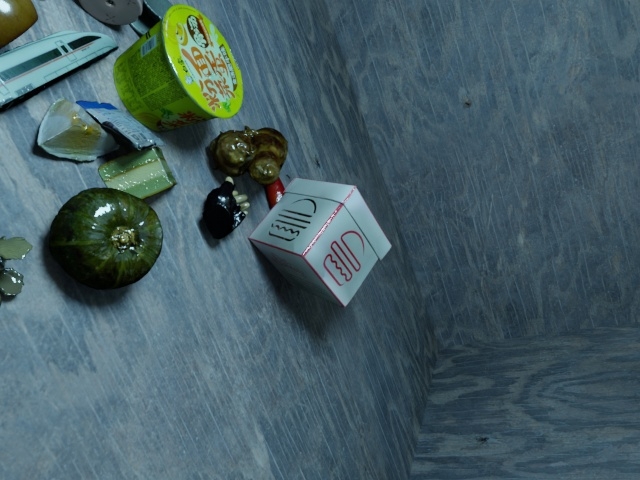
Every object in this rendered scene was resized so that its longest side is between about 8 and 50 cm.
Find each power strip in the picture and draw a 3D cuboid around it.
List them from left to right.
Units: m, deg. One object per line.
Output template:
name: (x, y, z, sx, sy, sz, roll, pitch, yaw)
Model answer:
power strip: (-0.525, -0.623, 1.124, 0.154, 0.154, 0.078, 27, 56, -57)

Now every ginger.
ginger: (-0.228, -0.298, 1.514, 0.418, 0.254, 0.176, -74, -173, -68)

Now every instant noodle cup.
instant noodle cup: (-0.388, -0.442, 1.223, 0.311, 0.222, 0.311, 39, 44, -52)

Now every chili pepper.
chili pepper: (-0.135, -0.124, 1.721, 0.137, 0.092, 0.368, -58, 132, -73)

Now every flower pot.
flower pot: (-0.511, -0.690, 1.243, 0.229, 0.103, 0.108, 56, 31, -32)

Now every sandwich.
sandwich: (-0.464, -0.168, 1.165, 0.187, 0.144, 0.117, -146, -146, -73)

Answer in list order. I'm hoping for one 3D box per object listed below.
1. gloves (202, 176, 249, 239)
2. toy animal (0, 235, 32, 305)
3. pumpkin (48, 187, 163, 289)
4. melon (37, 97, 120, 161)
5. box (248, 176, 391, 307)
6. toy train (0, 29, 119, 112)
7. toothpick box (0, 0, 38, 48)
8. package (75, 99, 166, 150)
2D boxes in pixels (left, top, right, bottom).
gloves: (-0.286, -0.106, 1.377, 0.203, 0.124, 0.164, -94, -176, -71)
toy animal: (-0.568, 0.101, 0.743, 0.186, 0.094, 0.214, -6, 90, -60)
pumpkin: (-0.447, -0.004, 0.950, 0.224, 0.157, 0.223, 0, 90, -54)
melon: (-0.532, -0.255, 0.991, 0.139, 0.093, 0.202, 64, 19, 3)
box: (0.000, 0.000, 1.566, 0.300, 0.315, 0.312, -54, 131, -19)
toy train: (-0.582, -0.383, 0.963, 0.088, 0.087, 0.406, 55, 32, -26)
toothpick box: (-0.653, -0.478, 0.763, 0.294, 0.192, 0.192, 59, 30, -43)
package: (-0.465, -0.275, 1.070, 0.173, 0.027, 0.171, 35, 14, -8)
